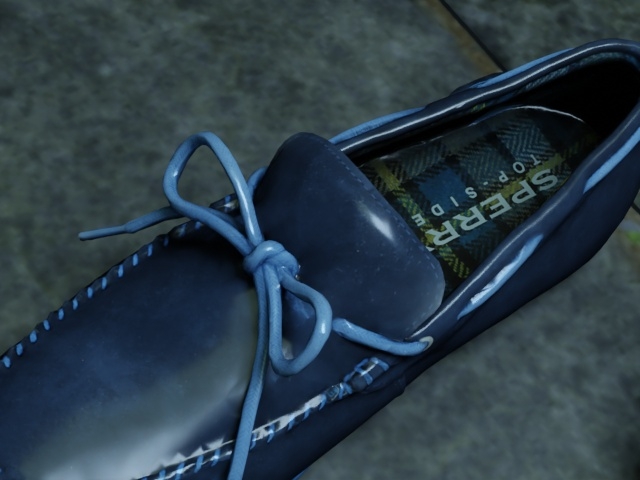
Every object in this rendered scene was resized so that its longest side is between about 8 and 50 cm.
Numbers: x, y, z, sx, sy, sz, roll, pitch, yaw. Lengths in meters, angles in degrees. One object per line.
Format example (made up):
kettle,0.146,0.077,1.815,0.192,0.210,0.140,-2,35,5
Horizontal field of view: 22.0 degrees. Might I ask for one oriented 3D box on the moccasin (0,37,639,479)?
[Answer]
moccasin,0.000,0.000,0.667,0.342,0.117,0.138,-35,71,-29
